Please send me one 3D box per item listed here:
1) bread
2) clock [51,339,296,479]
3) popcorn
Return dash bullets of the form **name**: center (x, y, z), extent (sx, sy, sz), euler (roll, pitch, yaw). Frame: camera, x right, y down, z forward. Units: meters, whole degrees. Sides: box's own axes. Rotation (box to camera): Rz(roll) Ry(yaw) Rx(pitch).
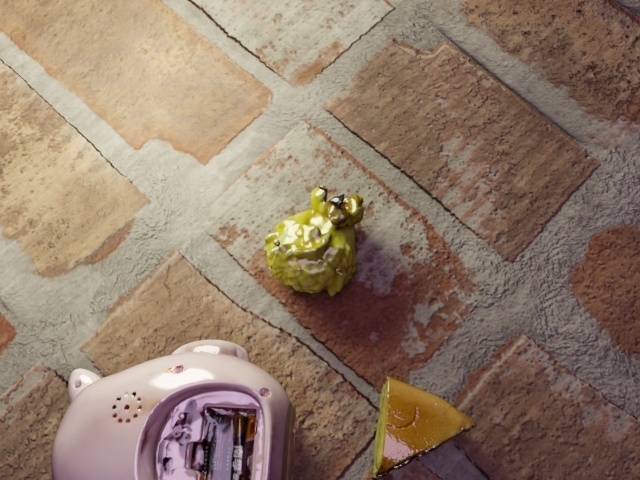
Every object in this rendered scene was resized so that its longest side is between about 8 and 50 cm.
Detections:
- **bread**: center (0.155, 0.336, 1.117), extent (0.169, 0.140, 0.160), euler (23, 68, 6)
- **clock**: center (-0.231, 0.335, 1.054), extent (0.376, 0.250, 0.368), euler (3, 72, 1)
- **popcorn**: center (-0.010, 0.000, 1.225), extent (0.168, 0.173, 0.195), euler (10, 81, 26)
